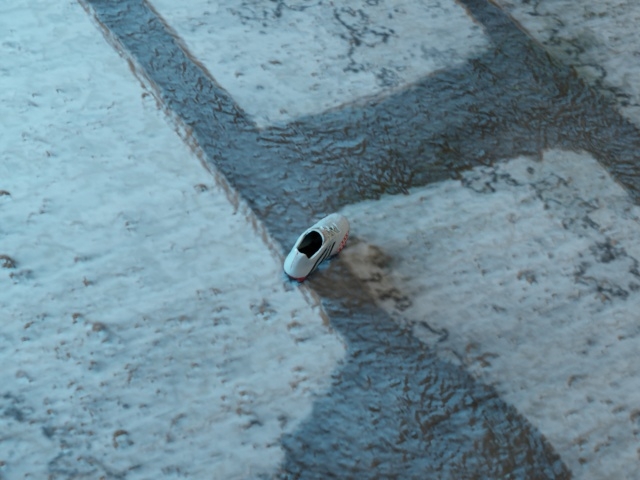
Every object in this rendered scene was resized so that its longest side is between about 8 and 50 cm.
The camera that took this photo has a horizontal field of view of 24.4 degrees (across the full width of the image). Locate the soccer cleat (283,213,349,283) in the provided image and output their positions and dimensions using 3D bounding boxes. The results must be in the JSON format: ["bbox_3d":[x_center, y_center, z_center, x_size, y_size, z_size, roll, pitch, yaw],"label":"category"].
[{"bbox_3d":[0.000,0.000,1.157,0.029,0.036,0.083,34,47,13],"label":"soccer cleat"}]
